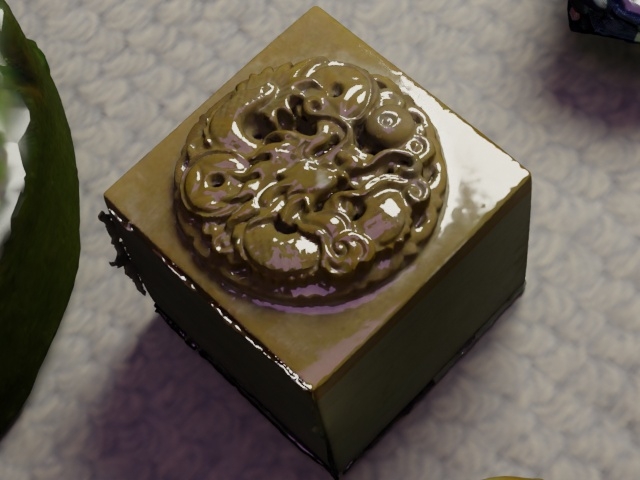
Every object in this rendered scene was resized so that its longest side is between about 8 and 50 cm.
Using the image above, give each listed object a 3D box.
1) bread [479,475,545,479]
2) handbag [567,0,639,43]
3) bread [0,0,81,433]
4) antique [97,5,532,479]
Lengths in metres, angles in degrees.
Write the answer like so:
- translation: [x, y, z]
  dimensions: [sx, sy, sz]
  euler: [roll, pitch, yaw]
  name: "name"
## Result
- translation: [0.088, 0.203, 0.593]
  dimensions: [0.213, 0.105, 0.213]
  euler: [-2, 64, 4]
  name: "bread"
- translation: [0.219, -0.209, 0.761]
  dimensions: [0.162, 0.113, 0.260]
  euler: [6, 67, 18]
  name: "handbag"
- translation: [-0.312, -0.010, 0.735]
  dimensions: [0.366, 0.129, 0.382]
  euler: [15, 69, 12]
  name: "bread"
- translation: [0.000, 0.000, 0.675]
  dimensions: [0.146, 0.148, 0.152]
  euler: [40, 74, 20]
  name: "antique"
